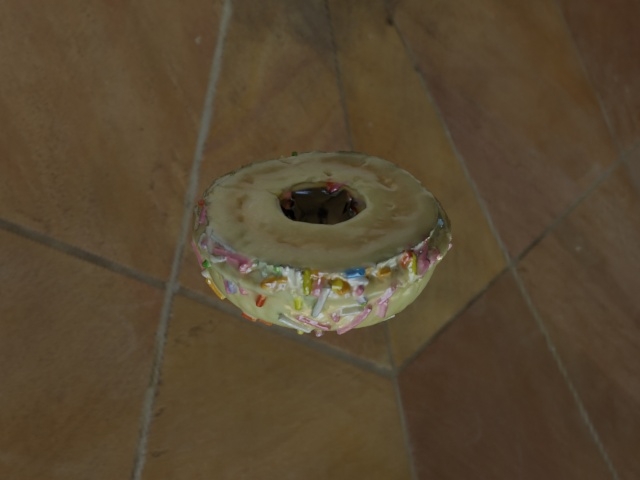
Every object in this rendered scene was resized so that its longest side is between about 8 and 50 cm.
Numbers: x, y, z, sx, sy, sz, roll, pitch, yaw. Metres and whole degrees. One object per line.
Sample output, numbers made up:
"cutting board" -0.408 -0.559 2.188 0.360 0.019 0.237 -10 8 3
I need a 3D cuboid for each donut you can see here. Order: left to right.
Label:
"donut" 0.000 0.000 0.619 0.175 0.175 0.068 -40 140 -44
